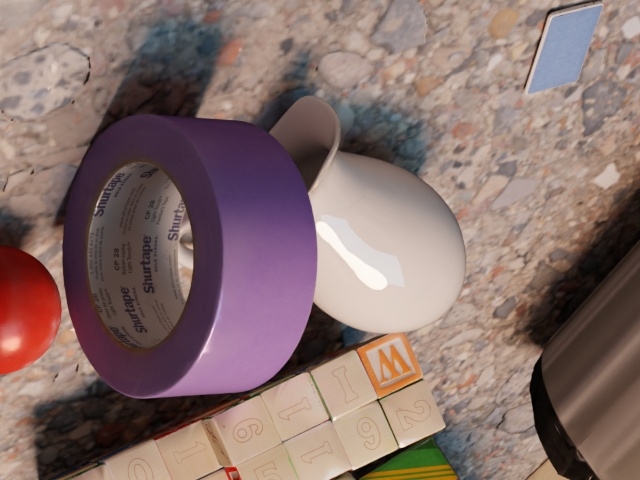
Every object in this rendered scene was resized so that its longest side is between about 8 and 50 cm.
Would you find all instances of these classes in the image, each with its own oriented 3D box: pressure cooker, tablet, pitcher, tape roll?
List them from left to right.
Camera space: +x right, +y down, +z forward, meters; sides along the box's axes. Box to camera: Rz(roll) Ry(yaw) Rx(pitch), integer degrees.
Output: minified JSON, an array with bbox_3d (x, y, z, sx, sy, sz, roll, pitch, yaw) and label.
[{"bbox_3d":[-0.092,0.010,1.154,0.080,0.189,0.189,2,131,-40],"label":"tape roll"},{"bbox_3d":[0.000,0.000,1.299,0.178,0.125,0.207,-27,139,24],"label":"pitcher"},{"bbox_3d":[0.193,-0.153,1.361,0.054,0.006,0.083,-16,142,-26],"label":"tablet"},{"bbox_3d":[0.449,0.102,1.559,0.370,0.375,0.420,12,125,-44],"label":"pressure cooker"}]

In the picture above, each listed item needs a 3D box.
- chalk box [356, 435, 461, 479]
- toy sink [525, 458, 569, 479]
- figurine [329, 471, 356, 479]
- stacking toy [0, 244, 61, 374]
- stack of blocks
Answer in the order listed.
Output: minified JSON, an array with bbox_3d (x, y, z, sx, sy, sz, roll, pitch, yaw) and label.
[{"bbox_3d":[0.043,0.364,1.691,0.289,0.179,0.180,-31,150,-7],"label":"chalk box"},{"bbox_3d":[0.312,0.319,1.900,0.234,0.153,0.131,-47,145,15],"label":"toy sink"},{"bbox_3d":[-0.001,0.311,1.480,0.092,0.209,0.215,-24,-177,-28],"label":"figurine"},{"bbox_3d":[-0.288,0.028,1.073,0.141,0.141,0.330,-45,150,14],"label":"stacking toy"},{"bbox_3d":[-0.068,0.175,1.390,0.297,0.087,0.171,-23,178,-16],"label":"stack of blocks"}]
